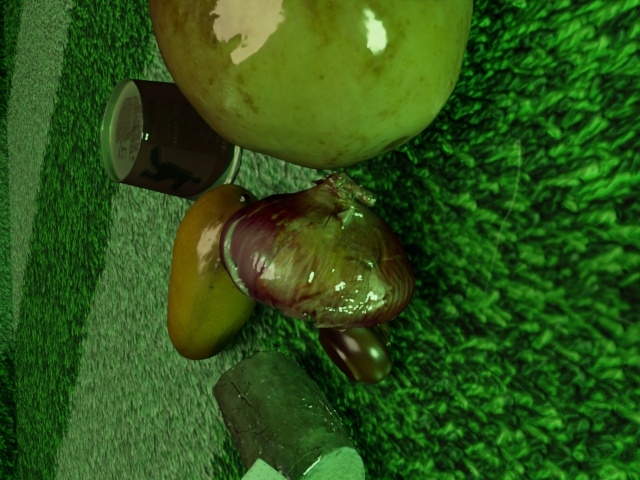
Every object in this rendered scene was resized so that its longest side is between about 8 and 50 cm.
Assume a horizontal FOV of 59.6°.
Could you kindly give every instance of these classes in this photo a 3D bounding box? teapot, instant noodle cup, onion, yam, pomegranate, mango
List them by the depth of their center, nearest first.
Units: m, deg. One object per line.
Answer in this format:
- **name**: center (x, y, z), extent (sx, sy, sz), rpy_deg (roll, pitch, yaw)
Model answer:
- **pomegranate**: center (-0.008, -0.230, 0.614), extent (0.338, 0.338, 0.339), rpy_deg (-3, 85, 50)
- **onion**: center (0.000, 0.000, 0.638), extent (0.230, 0.229, 0.164), rpy_deg (26, 114, 47)
- **teapot**: center (0.048, 0.123, 0.698), extent (0.098, 0.078, 0.129), rpy_deg (61, 164, -23)
- **yam**: center (-0.044, 0.259, 0.743), extent (0.254, 0.153, 0.154), rpy_deg (51, 125, 43)
- **mango**: center (-0.173, 0.068, 0.906), extent (0.187, 0.143, 0.360), rpy_deg (-115, 38, -51)
- **instant noodle cup**: center (-0.275, -0.185, 1.007), extent (0.234, 0.178, 0.235), rpy_deg (-5, 84, 47)

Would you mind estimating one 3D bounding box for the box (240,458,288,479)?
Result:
- **box**: center (0.001, 0.414, 0.593), extent (0.330, 0.095, 0.210), rpy_deg (35, 120, 5)
